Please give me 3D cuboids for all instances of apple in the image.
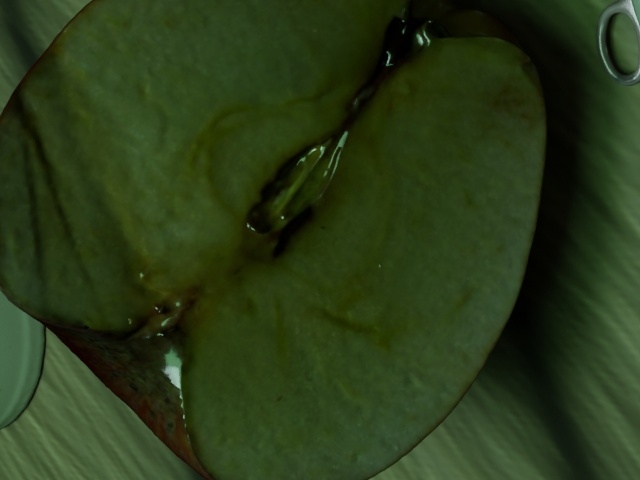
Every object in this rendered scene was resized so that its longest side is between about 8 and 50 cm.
[{"bbox_3d":[-0.029,-0.032,1.213,0.295,0.329,0.365,39,93,34],"label":"apple"}]

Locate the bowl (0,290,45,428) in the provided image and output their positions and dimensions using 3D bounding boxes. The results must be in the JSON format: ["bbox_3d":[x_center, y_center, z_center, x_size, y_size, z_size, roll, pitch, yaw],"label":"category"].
[{"bbox_3d":[-0.394,0.067,1.688,0.277,0.145,0.277,12,109,37],"label":"bowl"}]

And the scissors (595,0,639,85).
[{"bbox_3d":[0.205,-0.184,1.172,0.085,0.022,0.176,4,110,41],"label":"scissors"}]
